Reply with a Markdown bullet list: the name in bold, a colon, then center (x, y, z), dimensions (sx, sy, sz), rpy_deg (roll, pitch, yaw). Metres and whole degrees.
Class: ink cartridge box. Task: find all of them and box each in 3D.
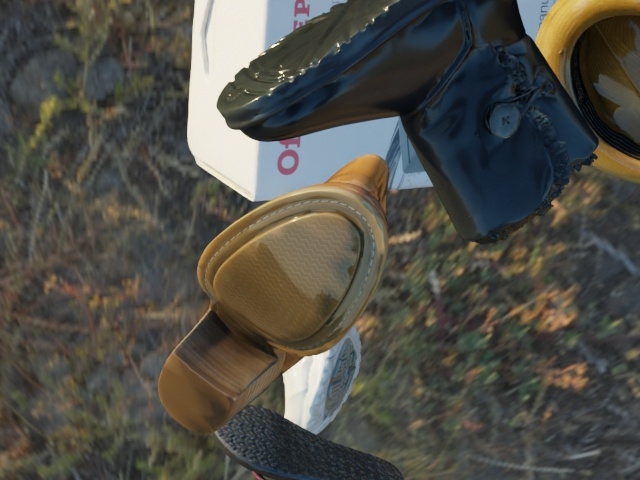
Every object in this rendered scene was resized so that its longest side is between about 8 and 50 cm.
- **ink cartridge box**: center (0.077, -0.207, 1.672), dimensions (0.395, 0.166, 0.285), rpy_deg (-6, 111, -26)

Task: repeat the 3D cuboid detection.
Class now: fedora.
- **fedora**: center (0.266, -0.136, 1.270), dimensions (0.194, 0.194, 0.079), rpy_deg (34, 44, 3)

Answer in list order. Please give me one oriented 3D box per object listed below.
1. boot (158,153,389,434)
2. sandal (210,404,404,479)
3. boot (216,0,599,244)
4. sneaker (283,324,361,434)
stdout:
- **boot**: center (0.000, 0.000, 0.787), dimensions (0.073, 0.197, 0.152), rpy_deg (44, 47, -1)
- **sandal**: center (-0.015, 0.186, 1.297), dimensions (0.179, 0.040, 0.067), rpy_deg (23, 37, -18)
- **boot**: center (0.072, -0.078, 1.123), dimensions (0.246, 0.094, 0.207), rpy_deg (-36, 112, -19)
- **sneaker**: center (-0.021, 0.084, 1.616), dimensions (0.115, 0.090, 0.232), rpy_deg (10, 96, 24)
